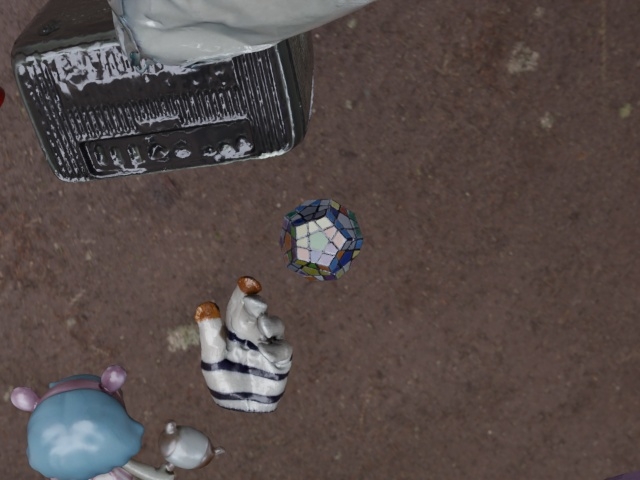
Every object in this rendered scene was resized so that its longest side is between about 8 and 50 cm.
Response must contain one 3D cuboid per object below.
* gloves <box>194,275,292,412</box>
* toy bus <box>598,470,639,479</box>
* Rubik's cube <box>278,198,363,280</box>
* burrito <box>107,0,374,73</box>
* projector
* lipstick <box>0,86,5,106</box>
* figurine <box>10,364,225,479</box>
[{"bbox_3d":[-0.107,0.154,1.260,0.131,0.140,0.218,-21,122,-62],"label":"gloves"},{"bbox_3d":[0.193,0.308,0.555,0.440,0.249,0.209,-28,106,37],"label":"toy bus"},{"bbox_3d":[0.000,0.000,1.060,0.111,0.111,0.093,-29,119,-11],"label":"Rubik's cube"},{"bbox_3d":[-0.016,-0.173,0.443,0.139,0.446,0.101,16,73,-40],"label":"burrito"},{"bbox_3d":[-0.217,-0.295,1.266,0.396,0.405,0.242,-6,124,7],"label":"projector"},{"bbox_3d":[-0.685,-0.315,1.494,0.080,0.080,0.241,-43,143,-1],"label":"lipstick"},{"bbox_3d":[-0.204,0.243,0.845,0.205,0.102,0.260,-7,121,2],"label":"figurine"}]
